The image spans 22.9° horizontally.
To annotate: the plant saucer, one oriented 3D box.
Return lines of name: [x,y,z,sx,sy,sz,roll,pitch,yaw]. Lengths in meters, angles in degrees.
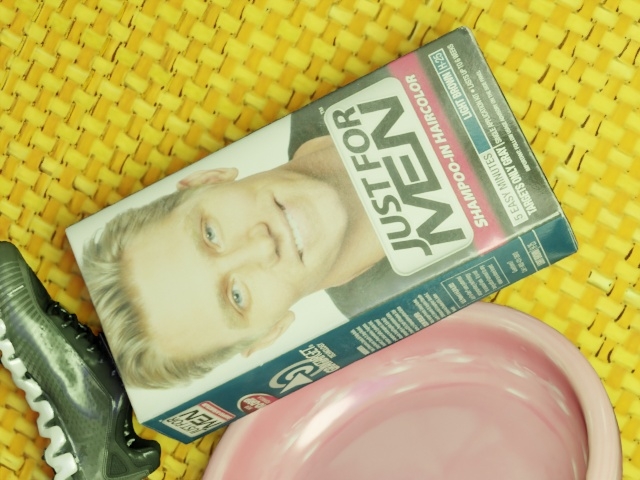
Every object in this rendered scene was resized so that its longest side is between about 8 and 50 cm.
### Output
plant saucer: [0.066,0.195,1.160,0.332,0.332,0.084,-26,131,7]

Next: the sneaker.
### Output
sneaker: [-0.194,0.100,1.267,0.106,0.078,0.234,-21,94,4]

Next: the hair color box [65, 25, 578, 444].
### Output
hair color box: [0.000,0.000,1.201,0.347,0.105,0.174,-27,69,7]
